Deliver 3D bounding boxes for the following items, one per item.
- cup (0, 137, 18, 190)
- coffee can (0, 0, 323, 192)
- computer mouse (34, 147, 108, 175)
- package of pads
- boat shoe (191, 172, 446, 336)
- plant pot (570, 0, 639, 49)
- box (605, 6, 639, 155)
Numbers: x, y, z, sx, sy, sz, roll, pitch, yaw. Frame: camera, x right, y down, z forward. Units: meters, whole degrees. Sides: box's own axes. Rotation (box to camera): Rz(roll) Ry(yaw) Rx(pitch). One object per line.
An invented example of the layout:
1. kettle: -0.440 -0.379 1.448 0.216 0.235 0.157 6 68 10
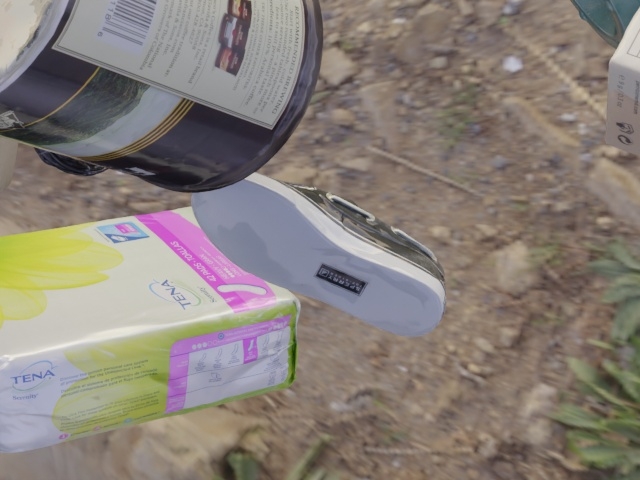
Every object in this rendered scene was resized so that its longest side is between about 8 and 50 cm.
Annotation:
1. cup: -0.443 -0.217 1.731 0.331 0.331 0.237 18 104 -14
2. coffee can: -0.154 -0.154 1.110 0.275 0.201 0.202 16 88 -57
3. computer mouse: -0.235 -0.119 1.229 0.242 0.041 0.071 46 56 -42
4. package of pads: -0.189 0.072 1.482 0.296 0.229 0.101 -11 120 -28
5. boat shoe: 0.000 0.000 1.312 0.219 0.070 0.078 30 124 -13
6. plant pot: 0.305 -0.292 1.515 0.196 0.293 0.293 -34 100 2
7. box: 0.397 -0.108 1.334 0.311 0.121 0.148 24 65 20
